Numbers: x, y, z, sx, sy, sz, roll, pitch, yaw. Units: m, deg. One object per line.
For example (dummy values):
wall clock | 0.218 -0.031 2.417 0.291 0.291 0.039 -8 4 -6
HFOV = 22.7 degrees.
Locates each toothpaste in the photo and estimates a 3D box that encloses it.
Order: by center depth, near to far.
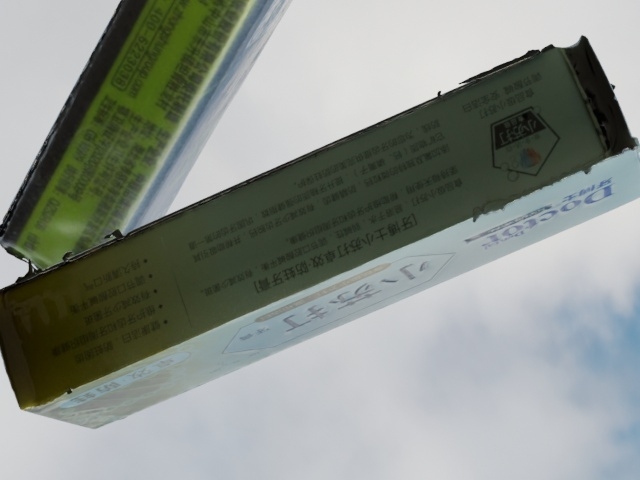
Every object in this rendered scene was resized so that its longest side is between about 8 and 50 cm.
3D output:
toothpaste | 0.000 0.000 0.763 0.312 0.089 0.071 -24 -109 11

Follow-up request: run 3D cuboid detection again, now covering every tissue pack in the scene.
tissue pack | -0.121 -0.170 1.416 0.124 0.288 0.394 32 -58 -3
